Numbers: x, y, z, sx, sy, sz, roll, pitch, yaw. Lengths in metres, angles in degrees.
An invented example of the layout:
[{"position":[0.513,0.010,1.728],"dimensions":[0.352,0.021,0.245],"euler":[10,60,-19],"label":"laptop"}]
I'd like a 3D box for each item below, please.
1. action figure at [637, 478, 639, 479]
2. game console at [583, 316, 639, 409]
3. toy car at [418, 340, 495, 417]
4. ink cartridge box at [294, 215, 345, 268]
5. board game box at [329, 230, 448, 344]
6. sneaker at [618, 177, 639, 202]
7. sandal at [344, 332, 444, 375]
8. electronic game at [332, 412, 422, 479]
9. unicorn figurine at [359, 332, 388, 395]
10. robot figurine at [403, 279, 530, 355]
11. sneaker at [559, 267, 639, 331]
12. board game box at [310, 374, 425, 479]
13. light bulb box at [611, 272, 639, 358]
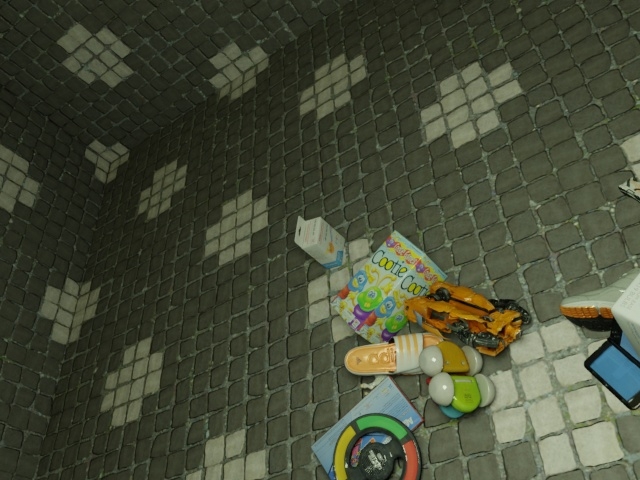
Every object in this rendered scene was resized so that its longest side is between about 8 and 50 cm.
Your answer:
[{"position":[0.630,0.524,1.035],"dimensions":[0.137,0.063,0.232],"euler":[-43,37,5],"label":"action figure"},{"position":[0.626,0.248,1.233],"dimensions":[0.085,0.124,0.144],"euler":[-25,41,-12],"label":"game console"},{"position":[0.308,0.337,1.420],"dimensions":[0.182,0.159,0.136],"euler":[-106,30,-43],"label":"toy car"},{"position":[0.000,0.000,1.893],"dimensions":[0.061,0.181,0.105],"euler":[-16,52,33],"label":"ink cartridge box"},{"position":[0.188,0.138,1.653],"dimensions":[0.275,0.144,0.142],"euler":[-49,41,2],"label":"board game box"},{"position":[0.758,-0.115,1.415],"dimensions":[0.043,0.040,0.109],"euler":[-42,42,6],"label":"sneaker"},{"position":[0.187,0.297,1.532],"dimensions":[0.265,0.076,0.102],"euler":[-12,69,10],"label":"sandal"},{"position":[0.134,0.535,1.446],"dimensions":[0.229,0.048,0.230],"euler":[-11,65,25],"label":"electronic game"},{"position":[0.151,0.347,1.606],"dimensions":[0.111,0.060,0.162],"euler":[-30,61,21],"label":"unicorn figurine"},{"position":[0.360,0.188,1.469],"dimensions":[0.211,0.085,0.290],"euler":[-25,32,-36],"label":"robot figurine"},{"position":[0.659,0.120,1.301],"dimensions":[0.262,0.099,0.121],"euler":[-8,47,29],"label":"sneaker"},{"position":[0.116,0.490,1.519],"dimensions":[0.281,0.027,0.145],"euler":[-44,55,7],"label":"board game box"},{"position":[0.731,0.104,0.909],"dimensions":[0.358,0.225,0.361],"euler":[-50,35,-4],"label":"light bulb box"}]
